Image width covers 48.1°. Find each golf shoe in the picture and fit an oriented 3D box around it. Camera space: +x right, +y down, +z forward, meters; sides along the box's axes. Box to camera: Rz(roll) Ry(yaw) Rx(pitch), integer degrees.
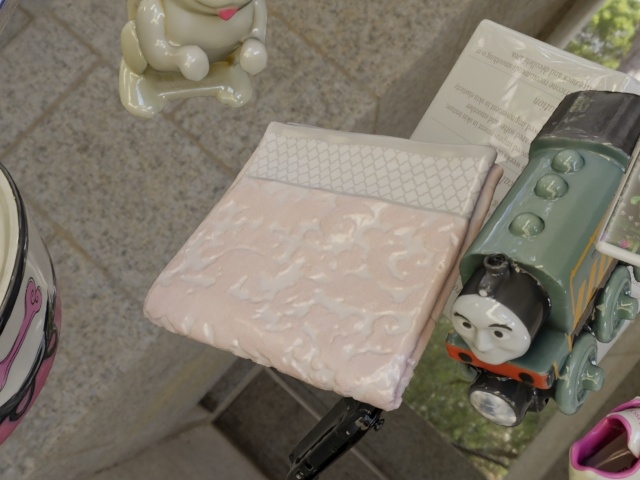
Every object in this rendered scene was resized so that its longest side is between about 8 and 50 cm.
[{"bbox_3d":[0.450,0.243,0.916,0.140,0.306,0.115,51,2,-34],"label":"golf shoe"}]

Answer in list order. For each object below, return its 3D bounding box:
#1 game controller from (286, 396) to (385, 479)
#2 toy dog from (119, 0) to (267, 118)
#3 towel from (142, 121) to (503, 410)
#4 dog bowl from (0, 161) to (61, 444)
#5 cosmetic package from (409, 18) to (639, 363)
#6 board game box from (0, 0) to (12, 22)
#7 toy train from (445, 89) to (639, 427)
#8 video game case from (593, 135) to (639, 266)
[{"bbox_3d":[0.041,0.272,1.071,0.067,0.166,0.319,45,-38,10],"label":"game controller"},{"bbox_3d":[-0.225,-0.469,1.372,0.408,0.284,0.396,144,-59,-63],"label":"toy dog"},{"bbox_3d":[0.000,0.000,0.809,0.331,0.317,0.053,14,-29,33],"label":"towel"},{"bbox_3d":[-0.455,0.090,0.735,0.408,0.408,0.150,38,-17,31],"label":"dog bowl"},{"bbox_3d":[0.338,-0.066,1.121,0.327,0.394,0.329,21,18,-34],"label":"cosmetic package"},{"bbox_3d":[-0.464,-0.355,1.015,0.065,0.319,0.318,28,-22,-26],"label":"board game box"},{"bbox_3d":[0.225,0.009,0.673,0.142,0.334,0.190,15,-39,39],"label":"toy train"},{"bbox_3d":[0.274,-0.040,0.385,0.190,0.173,0.022,22,14,11],"label":"video game case"}]
